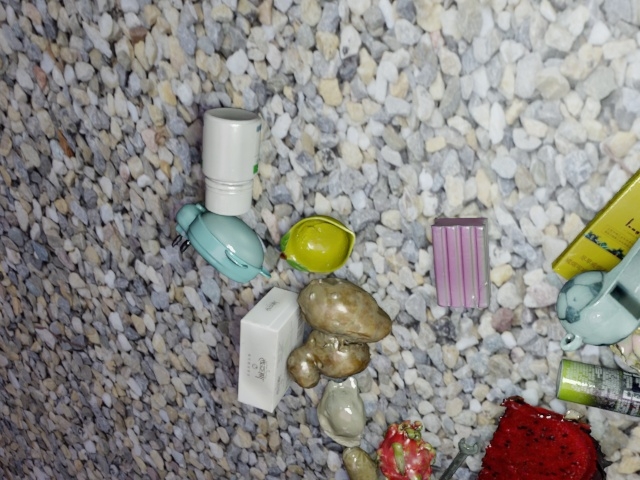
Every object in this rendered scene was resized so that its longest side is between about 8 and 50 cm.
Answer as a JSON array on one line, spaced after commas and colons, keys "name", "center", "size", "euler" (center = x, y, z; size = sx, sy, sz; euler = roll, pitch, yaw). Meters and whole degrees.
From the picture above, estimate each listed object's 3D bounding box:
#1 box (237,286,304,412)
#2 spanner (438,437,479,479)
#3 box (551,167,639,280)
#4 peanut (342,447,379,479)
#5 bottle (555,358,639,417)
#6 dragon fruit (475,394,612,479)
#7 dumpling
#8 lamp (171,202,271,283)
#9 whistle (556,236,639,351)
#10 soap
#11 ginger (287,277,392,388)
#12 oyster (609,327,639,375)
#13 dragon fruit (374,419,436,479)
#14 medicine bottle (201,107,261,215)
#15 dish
[{"name": "box", "center": [-0.125, 0.282, 1.491], "size": [0.111, 0.194, 0.261], "euler": [16, 116, 16]}, {"name": "spanner", "center": [0.354, 0.626, 1.542], "size": [0.054, 0.015, 0.255], "euler": [27, 120, 8]}, {"name": "box", "center": [0.620, -0.002, 1.145], "size": [0.153, 0.041, 0.279], "euler": [34, 121, 5]}, {"name": "peanut", "center": [0.120, 0.676, 1.618], "size": [0.099, 0.099, 0.214], "euler": [-2, 109, 24]}, {"name": "bottle", "center": [0.692, 0.337, 1.230], "size": [0.329, 0.093, 0.093], "euler": [9, 115, 19]}, {"name": "dragon fruit", "center": [0.534, 0.518, 1.371], "size": [0.282, 0.100, 0.344], "euler": [18, 120, 13]}, {"name": "dumpling", "center": [0.058, 0.466, 1.545], "size": [0.136, 0.118, 0.199], "euler": [1, 91, 20]}, {"name": "lamp", "center": [-0.253, 0.001, 1.429], "size": [0.284, 0.209, 0.147], "euler": [23, 83, 28]}, {"name": "whistle", "center": [0.572, 0.107, 1.127], "size": [0.163, 0.163, 0.290], "euler": [41, 84, 2]}, {"name": "soap", "center": [0.319, 0.051, 1.280], "size": [0.122, 0.065, 0.203], "euler": [0, 112, 22]}, {"name": "ginger", "center": [0.039, 0.243, 1.420], "size": [0.244, 0.155, 0.304], "euler": [11, 109, -13]}, {"name": "oyster", "center": [0.695, 0.228, 1.202], "size": [0.208, 0.072, 0.133], "euler": [7, 100, 1]}, {"name": "dragon fruit", "center": [0.224, 0.568, 1.493], "size": [0.166, 0.160, 0.172], "euler": [14, 122, 65]}, {"name": "medicine bottle", "center": [-0.215, -0.189, 1.362], "size": [0.139, 0.139, 0.237], "euler": [14, 118, 17]}, {"name": "dish", "center": [0.000, 0.000, 1.385], "size": [0.207, 0.080, 0.149], "euler": [-13, 110, 26]}]
